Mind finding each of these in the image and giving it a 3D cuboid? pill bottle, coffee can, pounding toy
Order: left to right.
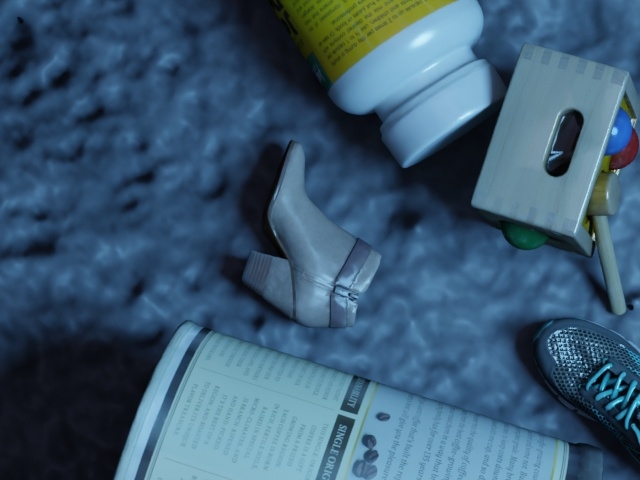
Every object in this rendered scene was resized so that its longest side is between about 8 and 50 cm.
[{"bbox_3d":[0.016,0.184,1.103,0.275,0.201,0.201,18,87,4],"label":"coffee can"},{"bbox_3d":[0.034,-0.158,1.168,0.118,0.117,0.208,-33,86,1],"label":"pill bottle"},{"bbox_3d":[0.167,-0.037,1.156,0.100,0.130,0.141,17,87,16],"label":"pounding toy"}]

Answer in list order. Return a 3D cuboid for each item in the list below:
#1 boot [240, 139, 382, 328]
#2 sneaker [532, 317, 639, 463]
[{"bbox_3d":[0.000,0.000,1.201,0.087,0.042,0.118,18,88,-2],"label":"boot"},{"bbox_3d":[0.211,0.110,1.160,0.166,0.076,0.065,40,88,5],"label":"sneaker"}]
